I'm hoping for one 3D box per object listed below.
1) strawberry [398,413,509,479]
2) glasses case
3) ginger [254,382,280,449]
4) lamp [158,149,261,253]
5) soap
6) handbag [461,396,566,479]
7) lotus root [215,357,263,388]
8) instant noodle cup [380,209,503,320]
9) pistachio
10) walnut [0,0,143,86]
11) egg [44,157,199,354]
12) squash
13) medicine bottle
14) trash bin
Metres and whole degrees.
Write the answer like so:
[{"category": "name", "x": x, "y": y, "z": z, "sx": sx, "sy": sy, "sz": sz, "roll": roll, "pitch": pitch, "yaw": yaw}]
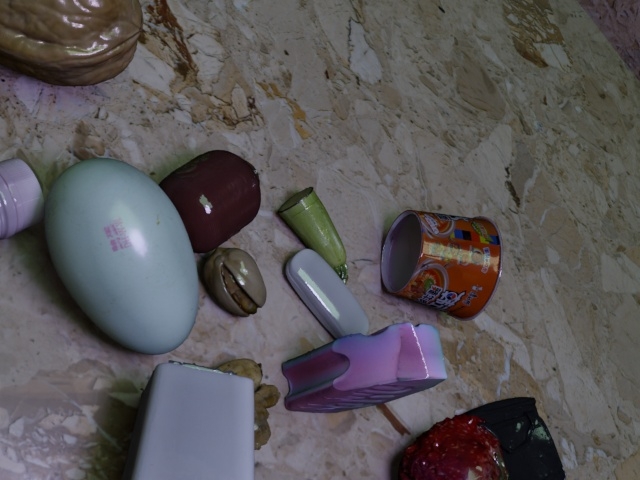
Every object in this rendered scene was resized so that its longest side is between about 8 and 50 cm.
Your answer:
[{"category": "strawberry", "x": 0.273, "y": 0.496, "z": 1.756, "sx": 0.274, "sy": 0.220, "sz": 0.274, "roll": -6, "pitch": 90, "yaw": -71}, {"category": "glasses case", "x": 0.016, "y": 0.121, "z": 1.820, "sx": 0.233, "sy": 0.059, "sz": 0.092, "roll": 51, "pitch": 52, "yaw": -8}, {"category": "ginger", "x": -0.121, "y": 0.339, "z": 1.620, "sx": 0.096, "sy": 0.067, "sz": 0.165, "roll": 41, "pitch": 49, "yaw": 15}, {"category": "lamp", "x": -0.222, "y": -0.079, "z": 1.670, "sx": 0.180, "sy": 0.180, "sz": 0.258, "roll": 54, "pitch": 48, "yaw": -5}, {"category": "soap", "x": 0.091, "y": 0.251, "z": 1.647, "sx": 0.192, "sy": 0.324, "sz": 0.109, "roll": 9, "pitch": 64, "yaw": -34}, {"category": "handbag", "x": 0.439, "y": 0.489, "z": 1.960, "sx": 0.275, "sy": 0.088, "sz": 0.244, "roll": -4, "pitch": 69, "yaw": -36}, {"category": "lotus root", "x": -0.165, "y": 0.266, "z": 1.623, "sx": 0.152, "sy": 0.063, "sz": 0.072, "roll": -25, "pitch": 88, "yaw": -43}, {"category": "instant noodle cup", "x": 0.264, "y": 0.045, "z": 1.933, "sx": 0.192, "sy": 0.250, "sz": 0.250, "roll": 13, "pitch": 63, "yaw": -21}, {"category": "pistachio", "x": -0.167, "y": 0.082, "z": 1.682, "sx": 0.113, "sy": 0.113, "sz": 0.149, "roll": -40, "pitch": 111, "yaw": -40}, {"category": "walnut", "x": -0.477, "y": -0.419, "z": 1.544, "sx": 0.312, "sy": 0.277, "sz": 0.252, "roll": 13, "pitch": 26, "yaw": -3}, {"category": "egg", "x": -0.336, "y": 0.032, "z": 1.483, "sx": 0.230, "sy": 0.230, "sz": 0.371, "roll": -40, "pitch": 113, "yaw": -40}, {"category": "squash", "x": 0.000, "y": 0.000, "z": 1.851, "sx": 0.094, "sy": 0.094, "sz": 0.224, "roll": -38, "pitch": 101, "yaw": -40}, {"category": "medicine bottle", "x": -0.595, "y": -0.042, "z": 1.398, "sx": 0.249, "sy": 0.133, "sz": 0.133, "roll": -26, "pitch": 87, "yaw": -41}, {"category": "trash bin", "x": -0.216, "y": 0.395, "z": 1.380, "sx": 0.255, "sy": 0.296, "sz": 0.368, "roll": 13, "pitch": 54, "yaw": -14}]
